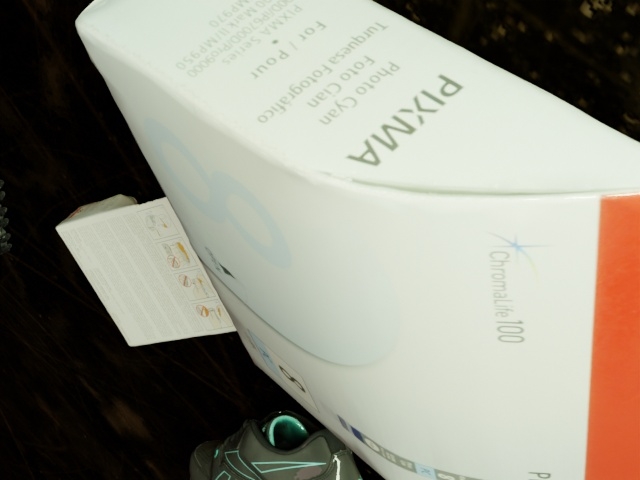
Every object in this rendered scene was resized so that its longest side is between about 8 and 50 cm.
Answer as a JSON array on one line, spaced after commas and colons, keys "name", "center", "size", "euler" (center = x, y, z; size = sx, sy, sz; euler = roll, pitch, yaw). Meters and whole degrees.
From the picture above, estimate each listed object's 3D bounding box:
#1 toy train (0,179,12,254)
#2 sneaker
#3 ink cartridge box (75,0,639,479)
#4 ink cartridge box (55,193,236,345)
[{"name": "toy train", "center": [-0.378, -0.027, 1.120], "size": [0.027, 0.036, 0.158], "euler": [40, 147, 14]}, {"name": "sneaker", "center": [-0.044, 0.210, 0.939], "size": [0.267, 0.101, 0.106], "euler": [-2, 101, 52]}, {"name": "ink cartridge box", "center": [0.080, 0.065, 0.441], "size": [0.385, 0.091, 0.308], "euler": [38, 160, 33]}, {"name": "ink cartridge box", "center": [-0.142, 0.021, 0.900], "size": [0.179, 0.045, 0.145], "euler": [-13, 115, 35]}]
